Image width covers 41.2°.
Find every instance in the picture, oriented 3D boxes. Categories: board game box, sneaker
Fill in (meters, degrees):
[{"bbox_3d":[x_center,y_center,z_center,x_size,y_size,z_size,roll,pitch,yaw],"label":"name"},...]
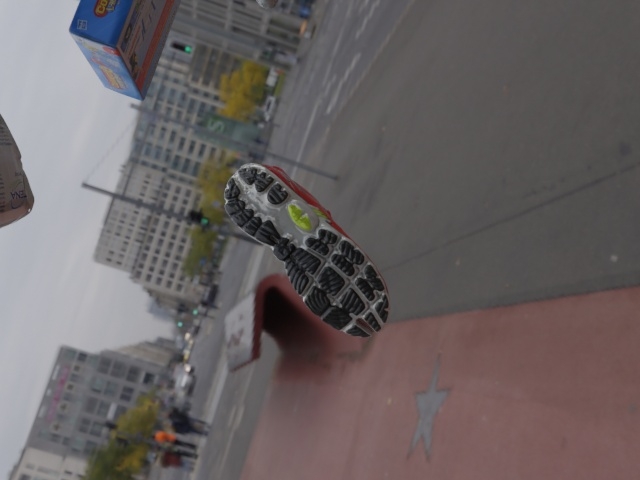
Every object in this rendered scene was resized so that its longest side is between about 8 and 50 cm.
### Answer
[{"bbox_3d":[-0.328,-0.445,1.534,0.302,0.086,0.308,116,172,-82],"label":"board game box"},{"bbox_3d":[0.000,0.000,1.111,0.107,0.279,0.118,-43,-5,23],"label":"sneaker"}]

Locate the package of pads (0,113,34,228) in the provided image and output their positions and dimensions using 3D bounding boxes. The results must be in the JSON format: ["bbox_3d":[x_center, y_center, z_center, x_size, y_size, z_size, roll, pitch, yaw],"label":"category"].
[{"bbox_3d":[-0.363,-0.004,0.546,0.229,0.296,0.101,-64,-43,-81],"label":"package of pads"}]

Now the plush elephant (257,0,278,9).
[{"bbox_3d":[-0.093,-0.500,1.376,0.272,0.255,0.330,-12,33,49],"label":"plush elephant"}]
